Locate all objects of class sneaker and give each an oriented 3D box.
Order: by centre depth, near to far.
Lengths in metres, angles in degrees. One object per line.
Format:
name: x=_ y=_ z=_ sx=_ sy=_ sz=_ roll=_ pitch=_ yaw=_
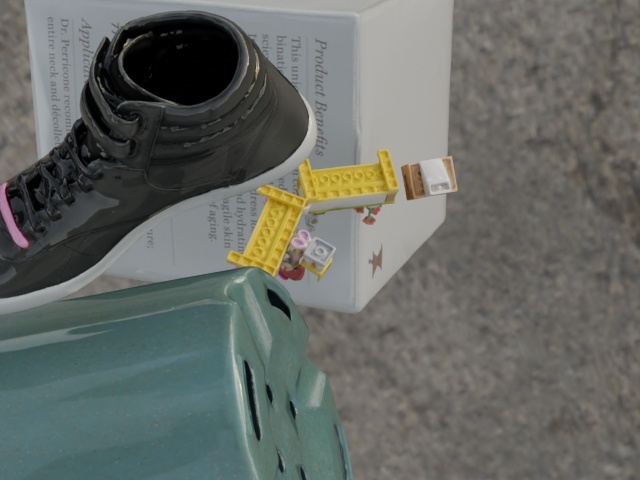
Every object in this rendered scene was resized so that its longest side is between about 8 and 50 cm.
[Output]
sneaker: x=-0.153 y=-0.057 z=0.957 sx=0.295 sy=0.147 sz=0.105 roll=-26 pitch=61 yaw=-1

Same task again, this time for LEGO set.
LEGO set: x=0.000 y=0.000 z=1.420 sx=0.132 sy=0.107 sz=0.287 roll=40 pitch=61 yaw=14

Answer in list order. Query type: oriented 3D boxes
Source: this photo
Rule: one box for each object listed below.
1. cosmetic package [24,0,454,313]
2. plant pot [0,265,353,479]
cosmetic package: x=-0.081 y=-0.144 z=1.688 sx=0.393 sy=0.330 sz=0.327 roll=8 pitch=22 yaw=20
plant pot: x=-0.167 y=0.182 z=1.094 sx=0.334 sy=0.341 sz=0.341 roll=-15 pitch=55 yaw=13
